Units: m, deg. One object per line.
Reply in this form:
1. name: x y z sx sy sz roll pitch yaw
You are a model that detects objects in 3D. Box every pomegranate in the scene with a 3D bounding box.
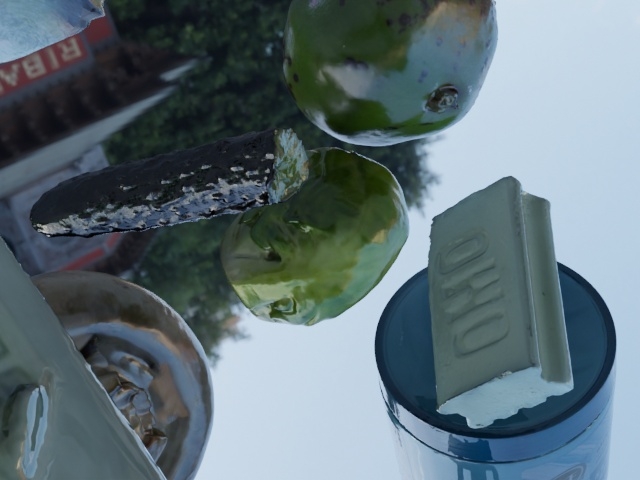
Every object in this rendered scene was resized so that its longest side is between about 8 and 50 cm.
1. pomegranate: 0.068 -0.238 1.294 0.254 0.254 0.270 -32 -118 -25

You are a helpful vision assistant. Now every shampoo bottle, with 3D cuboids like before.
1. shampoo bottle: 0.259 0.245 1.650 0.331 0.343 0.331 -6 -134 6

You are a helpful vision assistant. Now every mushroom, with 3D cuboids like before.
1. mushroom: -0.283 0.218 1.332 0.362 0.362 0.294 -33 -159 -26

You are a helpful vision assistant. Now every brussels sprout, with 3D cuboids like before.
1. brussels sprout: 0.000 0.000 1.270 0.223 0.161 0.223 -24 -135 27

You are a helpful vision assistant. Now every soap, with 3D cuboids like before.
1. soap: 0.154 0.053 0.997 0.114 0.063 0.198 -32 -136 37

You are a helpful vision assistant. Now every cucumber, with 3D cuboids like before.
1. cucumber: -0.154 -0.049 1.098 0.303 0.072 0.081 -10 -179 28

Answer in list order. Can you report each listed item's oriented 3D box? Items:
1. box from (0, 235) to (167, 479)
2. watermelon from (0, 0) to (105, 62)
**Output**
1. box: -0.246 0.052 0.269 0.111 0.396 0.396 -38 175 34
2. watermelon: -0.251 -0.247 0.650 0.188 0.175 0.322 -29 -128 13
